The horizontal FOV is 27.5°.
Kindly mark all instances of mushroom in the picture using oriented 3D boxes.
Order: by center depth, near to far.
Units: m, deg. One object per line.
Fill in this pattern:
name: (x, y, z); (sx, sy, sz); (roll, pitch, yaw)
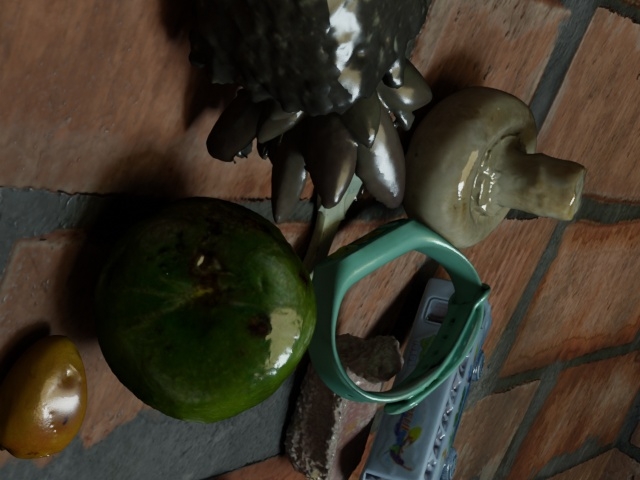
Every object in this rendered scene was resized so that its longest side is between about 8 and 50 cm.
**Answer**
mushroom: (0.198, -0.073, 1.561); (0.206, 0.209, 0.206); (-52, 179, -1)

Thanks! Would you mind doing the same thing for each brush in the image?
brush: (0.000, 0.000, 1.471); (0.085, 0.020, 0.336); (-14, 130, -56)

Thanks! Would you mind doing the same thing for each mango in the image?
mango: (-0.243, 0.136, 1.137); (0.080, 0.060, 0.114); (20, 102, -48)

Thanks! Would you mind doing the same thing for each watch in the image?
watch: (0.089, 0.080, 1.484); (0.237, 0.068, 0.195); (-31, 100, -33)

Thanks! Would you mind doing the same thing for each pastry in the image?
pastry: (0.023, 0.202, 1.627); (0.103, 0.112, 0.265); (-33, 154, -45)

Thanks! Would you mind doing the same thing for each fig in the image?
fig: (-0.098, 0.059, 1.210); (0.203, 0.203, 0.235); (-62, 178, 4)

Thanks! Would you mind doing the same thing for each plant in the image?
plant: (-0.004, -0.170, 1.110); (0.194, 0.182, 0.320); (-48, 150, -35)

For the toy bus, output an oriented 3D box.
toy bus: (0.140, 0.201, 1.725); (0.136, 0.109, 0.329); (76, 29, -54)
